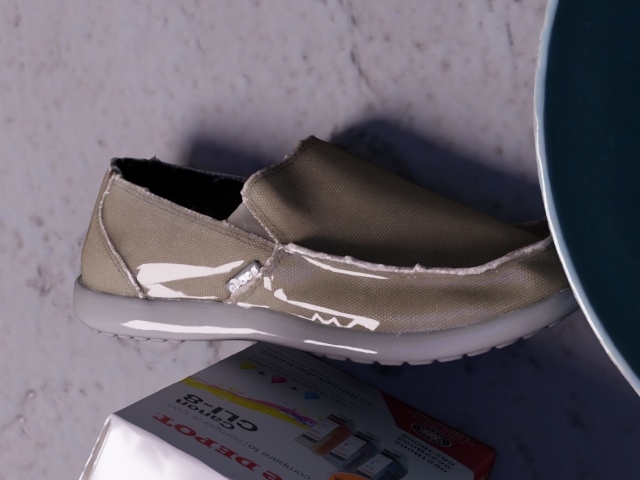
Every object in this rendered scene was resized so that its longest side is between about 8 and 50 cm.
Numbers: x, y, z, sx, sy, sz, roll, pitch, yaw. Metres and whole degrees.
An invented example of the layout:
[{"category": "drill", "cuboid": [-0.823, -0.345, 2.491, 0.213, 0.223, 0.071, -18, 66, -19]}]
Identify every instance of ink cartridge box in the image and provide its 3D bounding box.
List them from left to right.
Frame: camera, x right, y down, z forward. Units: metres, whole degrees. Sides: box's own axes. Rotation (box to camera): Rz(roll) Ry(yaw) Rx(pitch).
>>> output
[{"category": "ink cartridge box", "cuboid": [-0.024, 0.137, 0.802, 0.128, 0.176, 0.127, 27, 107, 15]}]

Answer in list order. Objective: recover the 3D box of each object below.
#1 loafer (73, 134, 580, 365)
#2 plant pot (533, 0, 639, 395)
[{"category": "loafer", "cuboid": [0.000, 0.000, 0.816, 0.251, 0.094, 0.087, 1, 103, 21]}, {"category": "plant pot", "cuboid": [0.240, -0.052, 0.662, 0.290, 0.195, 0.290, 3, 99, 20]}]
